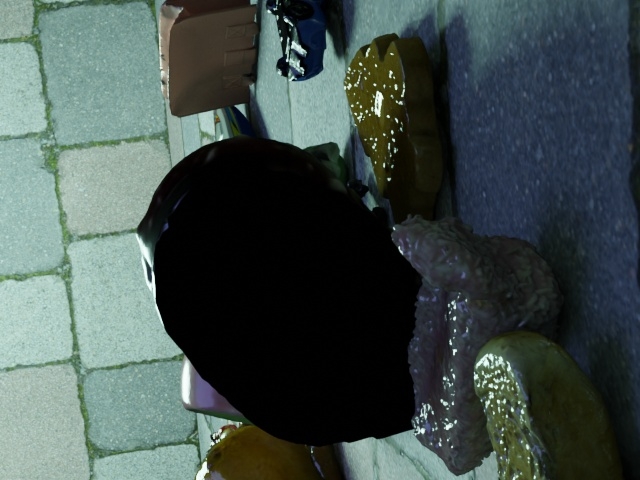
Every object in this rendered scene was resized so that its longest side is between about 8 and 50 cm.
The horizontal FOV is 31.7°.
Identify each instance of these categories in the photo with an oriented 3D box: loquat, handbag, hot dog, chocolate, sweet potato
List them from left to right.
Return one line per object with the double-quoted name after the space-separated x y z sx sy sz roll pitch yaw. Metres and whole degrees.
-0.179 -0.302 1.825 0.212 0.157 0.059 98 152 -50 "handbag"
-0.088 0.375 1.669 0.234 0.187 0.176 45 165 13 "loquat"
-0.027 0.035 1.119 0.340 0.225 0.210 45 -169 -22 "chocolate"
-0.025 0.252 1.647 0.269 0.075 0.074 55 152 36 "sweet potato"
0.170 0.176 0.766 0.084 0.073 0.242 165 91 -77 "hot dog"

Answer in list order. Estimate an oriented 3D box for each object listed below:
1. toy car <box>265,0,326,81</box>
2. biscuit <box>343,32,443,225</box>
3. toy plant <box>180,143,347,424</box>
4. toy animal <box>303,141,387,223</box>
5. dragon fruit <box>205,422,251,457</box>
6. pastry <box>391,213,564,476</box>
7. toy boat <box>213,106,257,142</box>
-0.028 -0.290 1.398 0.103 0.063 0.216 100 164 -50 "toy car"
0.074 -0.118 1.109 0.238 0.041 0.212 -119 19 -58 "biscuit"
-0.069 0.067 1.464 0.317 0.211 0.356 138 136 -76 "toy plant"
0.000 0.000 1.273 0.094 0.121 0.225 -122 37 -58 "toy animal"
-0.114 0.385 1.928 0.160 0.167 0.172 -57 -32 -41 "dragon fruit"
0.122 0.074 0.868 0.265 0.112 0.103 81 162 -49 "pastry"
-0.150 -0.141 1.927 0.129 0.088 0.295 98 160 -47 "toy boat"
